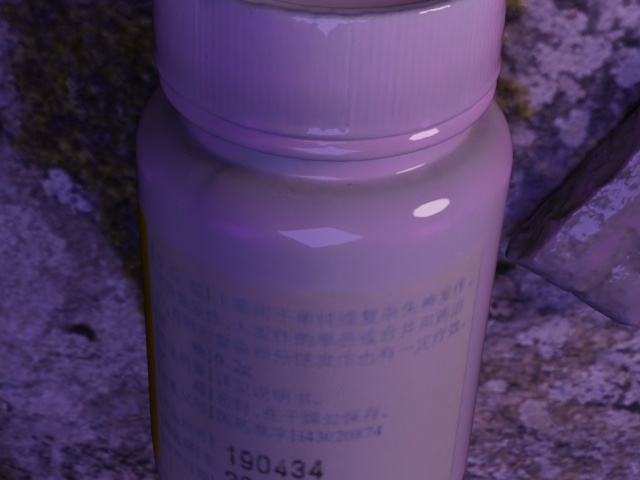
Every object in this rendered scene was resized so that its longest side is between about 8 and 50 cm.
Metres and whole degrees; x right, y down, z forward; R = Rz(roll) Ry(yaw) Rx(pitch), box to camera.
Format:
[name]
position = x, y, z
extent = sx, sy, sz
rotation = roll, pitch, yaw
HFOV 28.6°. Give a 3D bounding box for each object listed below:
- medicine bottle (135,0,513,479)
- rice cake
[medicine bottle]
position = 0.000, 0.000, 0.740
extent = 0.213, 0.213, 0.379
rotation = 3, 126, -1
[rice cake]
position = 0.249, -0.063, 0.789
extent = 0.106, 0.050, 0.298
rotation = 29, 121, -19
